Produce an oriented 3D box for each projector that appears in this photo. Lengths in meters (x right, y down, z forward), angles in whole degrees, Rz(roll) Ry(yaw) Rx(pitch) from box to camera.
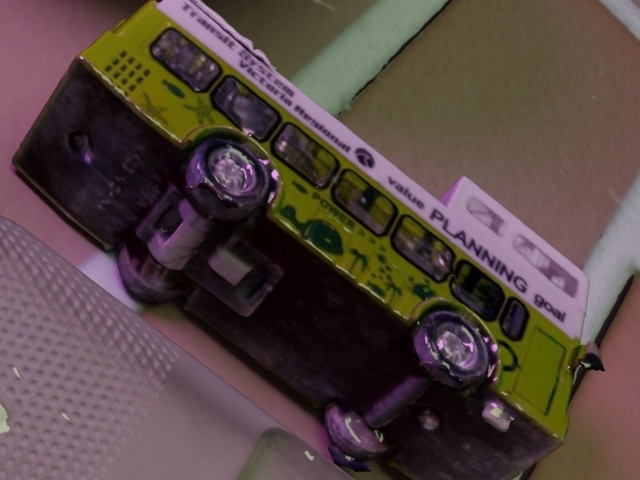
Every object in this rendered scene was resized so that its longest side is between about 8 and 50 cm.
[{"bbox_3d":[-0.094,0.134,0.480,0.242,0.177,0.163,40,47,-8],"label":"projector"}]

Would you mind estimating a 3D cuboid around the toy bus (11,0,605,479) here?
[{"bbox_3d":[0.000,0.000,0.689,0.301,0.113,0.139,38,42,-7],"label":"toy bus"}]
